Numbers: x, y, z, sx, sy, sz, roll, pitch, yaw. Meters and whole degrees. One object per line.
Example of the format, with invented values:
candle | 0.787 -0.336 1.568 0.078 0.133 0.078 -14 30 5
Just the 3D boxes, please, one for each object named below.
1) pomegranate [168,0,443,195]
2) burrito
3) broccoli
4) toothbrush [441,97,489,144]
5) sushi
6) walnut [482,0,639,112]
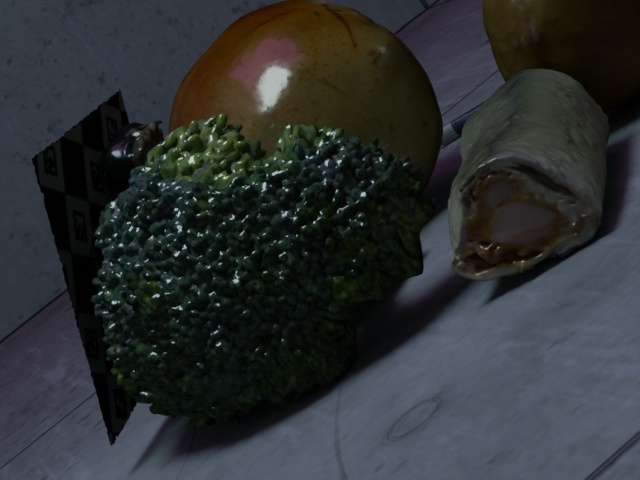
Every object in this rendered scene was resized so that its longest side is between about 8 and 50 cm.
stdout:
pomegranate | -0.020 -0.100 1.804 0.319 0.319 0.319 -36 9 7
burrito | 0.173 -0.063 1.415 0.143 0.105 0.299 -38 10 19
broccoli | -0.057 -0.003 1.510 0.375 0.249 0.302 -36 10 42
toothbrush | 0.253 -0.192 1.996 0.288 0.024 0.026 -32 25 23
sushi | -0.184 0.010 1.685 0.059 0.294 0.292 -8 19 14
walnut | 0.280 -0.238 1.599 0.298 0.203 0.203 -40 9 -37
